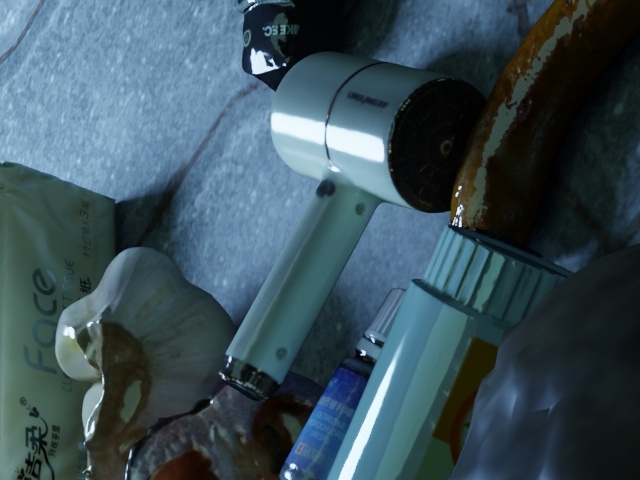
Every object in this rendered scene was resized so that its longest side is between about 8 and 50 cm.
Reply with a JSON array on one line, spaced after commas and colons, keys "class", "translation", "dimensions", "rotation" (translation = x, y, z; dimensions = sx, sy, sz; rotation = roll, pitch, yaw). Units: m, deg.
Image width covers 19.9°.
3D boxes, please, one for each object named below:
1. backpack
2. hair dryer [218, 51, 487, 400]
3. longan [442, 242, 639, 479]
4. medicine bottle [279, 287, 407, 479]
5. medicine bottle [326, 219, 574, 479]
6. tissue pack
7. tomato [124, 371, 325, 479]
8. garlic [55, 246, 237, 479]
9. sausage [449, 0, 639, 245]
[{"class": "backpack", "translation": [-0.031, -0.238, 1.882], "dimensions": [0.120, 0.106, 0.165], "rotation": [-14, 62, 45]}, {"class": "hair dryer", "translation": [0.000, 0.000, 1.686], "dimensions": [0.203, 0.128, 0.362], "rotation": [20, 79, 53]}, {"class": "longan", "translation": [0.262, 0.216, 1.129], "dimensions": [0.404, 0.404, 0.436], "rotation": [-8, 44, 50]}, {"class": "medicine bottle", "translation": [0.045, 0.143, 1.627], "dimensions": [0.083, 0.083, 0.203], "rotation": [15, 72, 53]}, {"class": "medicine bottle", "translation": [0.107, 0.154, 1.507], "dimensions": [0.158, 0.158, 0.318], "rotation": [30, 100, 52]}, {"class": "tissue pack", "translation": [-0.395, 0.158, 2.098], "dimensions": [0.332, 0.205, 0.404], "rotation": [-26, 58, 39]}, {"class": "tomato", "translation": [-0.064, 0.239, 1.714], "dimensions": [0.228, 0.112, 0.199], "rotation": [-28, 67, 1]}, {"class": "garlic", "translation": [-0.170, 0.147, 1.857], "dimensions": [0.203, 0.185, 0.281], "rotation": [142, 118, -78]}, {"class": "sausage", "translation": [0.195, -0.120, 1.574], "dimensions": [0.302, 0.076, 0.103], "rotation": [-60, 36, 16]}]
